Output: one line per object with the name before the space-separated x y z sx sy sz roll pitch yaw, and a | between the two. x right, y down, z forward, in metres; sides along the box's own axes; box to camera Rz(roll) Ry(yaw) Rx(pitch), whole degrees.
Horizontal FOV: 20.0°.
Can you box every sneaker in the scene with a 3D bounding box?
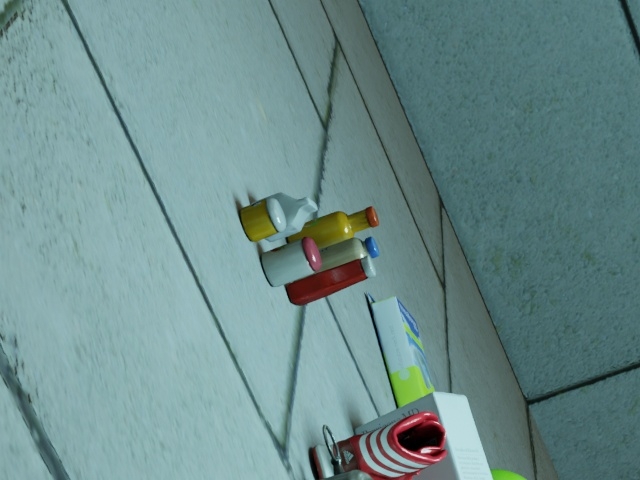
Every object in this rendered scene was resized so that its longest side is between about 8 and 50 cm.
sneaker | 0.083 0.240 1.878 0.221 0.128 0.087 34 37 -70

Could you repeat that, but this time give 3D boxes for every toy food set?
toy food set | 0.000 0.000 1.981 0.232 0.104 0.111 36 35 -72

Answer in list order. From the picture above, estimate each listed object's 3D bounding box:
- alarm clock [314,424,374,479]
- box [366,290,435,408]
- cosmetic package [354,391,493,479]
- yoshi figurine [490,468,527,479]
alarm clock | 0.031 0.266 1.731 0.129 0.064 0.192 35 36 -68
box | 0.114 0.158 2.442 0.109 0.042 0.178 51 21 -61
cosmetic package | 0.132 0.296 2.021 0.085 0.117 0.231 11 55 -57
yoshi figurine | 0.240 0.370 2.233 0.203 0.204 0.362 31 -7 15
